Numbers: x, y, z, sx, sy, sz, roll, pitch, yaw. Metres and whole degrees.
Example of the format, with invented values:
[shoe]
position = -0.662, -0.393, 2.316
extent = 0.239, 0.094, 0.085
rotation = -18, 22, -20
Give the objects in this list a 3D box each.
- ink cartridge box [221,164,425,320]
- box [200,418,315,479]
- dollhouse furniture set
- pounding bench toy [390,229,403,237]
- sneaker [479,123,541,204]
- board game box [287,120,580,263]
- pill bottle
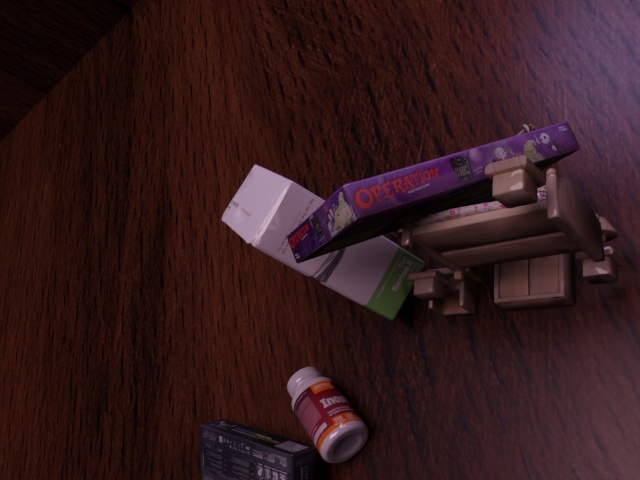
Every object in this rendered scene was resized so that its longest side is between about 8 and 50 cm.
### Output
[ink cartridge box]
position = 0.000, 0.000, 1.046
extent = 0.114, 0.273, 0.198
rotation = -59, 26, 0
[box]
position = -0.109, 0.412, 1.069
extent = 0.233, 0.059, 0.183
rotation = 0, 90, 43
[dollhouse furniture set]
position = 0.205, -0.042, 0.855
extent = 0.303, 0.356, 0.173
rotation = -12, 60, 39
[pounding bench toy]
position = 0.142, -0.056, 1.137
extent = 0.065, 0.052, 0.083
rotation = -13, 60, 38
[sneaker]
position = 0.277, -0.116, 1.034
extent = 0.188, 0.071, 0.066
rotation = -43, 46, 16
[board game box]
position = 0.144, -0.062, 0.853
extent = 0.208, 0.347, 0.056
rotation = -28, 80, 64
[pill bottle]
position = 0.006, 0.281, 1.057
extent = 0.086, 0.086, 0.152
rotation = -51, 45, 8
